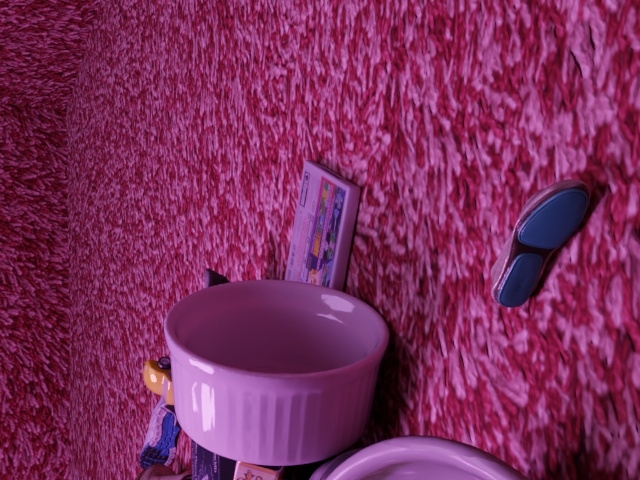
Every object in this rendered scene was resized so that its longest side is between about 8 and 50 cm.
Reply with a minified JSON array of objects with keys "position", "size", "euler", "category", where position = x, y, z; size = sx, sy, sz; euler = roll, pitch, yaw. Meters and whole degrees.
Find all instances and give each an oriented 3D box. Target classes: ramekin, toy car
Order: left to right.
[{"position":[-0.126,0.241,1.609],"size":[0.053,0.239,0.225],"euler":[-86,-27,-53],"category":"toy car"},{"position":[-0.057,0.163,1.337],"size":[0.277,0.277,0.135],"euler":[-132,42,-61],"category":"ramekin"}]

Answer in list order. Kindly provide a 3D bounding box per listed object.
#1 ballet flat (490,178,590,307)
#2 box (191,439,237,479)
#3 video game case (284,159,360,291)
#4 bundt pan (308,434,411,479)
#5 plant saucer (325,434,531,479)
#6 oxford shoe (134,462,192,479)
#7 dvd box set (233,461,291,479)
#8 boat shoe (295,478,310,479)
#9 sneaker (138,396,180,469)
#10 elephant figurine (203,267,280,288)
[{"position":[0.198,-0.006,1.009],"size":[0.052,0.057,0.168],"euler":[-95,22,-46],"category":"ballet flat"},{"position":[-0.148,0.393,1.749],"size":[0.158,0.093,0.156],"euler":[146,125,-62],"category":"box"},{"position":[0.000,0.000,1.542],"size":[0.183,0.023,0.201],"euler":[-141,59,-64],"category":"video game case"},{"position":[0.051,0.389,1.218],"size":[0.331,0.124,0.331],"euler":[-176,90,-69],"category":"bundt pan"},{"position":[0.130,0.374,0.960],"size":[0.400,0.100,0.401],"euler":[-2,87,46],"category":"plant saucer"},{"position":[-0.263,0.501,2.023],"size":[0.146,0.140,0.397],"euler":[-53,20,0],"category":"oxford shoe"},{"position":[-0.092,0.406,1.477],"size":[0.308,0.062,0.421],"euler":[-67,-10,-68],"category":"dvd box set"},{"position":[-0.033,0.435,1.454],"size":[0.104,0.089,0.285],"euler":[-127,47,-58],"category":"boat shoe"},{"position":[-0.335,0.401,2.260],"size":[0.083,0.071,0.191],"euler":[-114,43,-60],"category":"sneaker"},{"position":[-0.134,0.117,1.705],"size":[0.186,0.169,0.239],"euler":[-35,31,27],"category":"elephant figurine"}]
